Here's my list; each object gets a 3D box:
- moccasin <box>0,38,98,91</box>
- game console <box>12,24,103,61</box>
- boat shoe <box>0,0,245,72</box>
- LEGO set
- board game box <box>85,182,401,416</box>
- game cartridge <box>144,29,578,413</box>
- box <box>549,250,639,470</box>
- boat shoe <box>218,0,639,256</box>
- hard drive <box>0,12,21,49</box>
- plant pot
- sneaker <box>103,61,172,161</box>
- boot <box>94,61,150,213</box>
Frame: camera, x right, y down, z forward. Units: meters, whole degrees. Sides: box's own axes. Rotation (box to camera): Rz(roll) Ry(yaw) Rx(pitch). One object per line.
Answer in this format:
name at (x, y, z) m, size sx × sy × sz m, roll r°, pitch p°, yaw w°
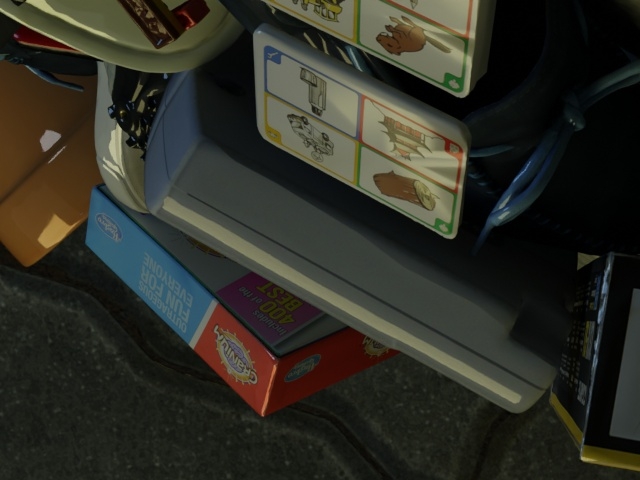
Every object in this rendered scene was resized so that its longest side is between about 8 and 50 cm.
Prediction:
moccasin at (-0.227, -0.195, 1.128) m, size 0.117 × 0.137 × 0.342 m, roll -10°, pitch 170°, yaw 2°
game console at (-0.102, -0.140, 0.975) m, size 0.144 × 0.124 × 0.085 m, roll 10°, pitch 152°, yaw 8°
boat shoe at (-0.159, -0.170, 0.605) m, size 0.305 × 0.109 × 0.091 m, roll 28°, pitch -153°, yaw -22°
LEGO set at (-0.047, -0.121, 0.470) m, size 0.244 × 0.060 × 0.182 m, roll 28°, pitch 148°, yaw 20°
board game box at (0.000, 0.000, 1.337) m, size 0.316 × 0.064 × 0.242 m, roll -21°, pitch -131°, yaw -38°
game cartridge at (0.026, -0.043, 0.733) m, size 0.196 × 0.060 × 0.294 m, roll 33°, pitch -156°, yaw -4°
box at (0.230, 0.065, 0.656) m, size 0.257 × 0.079 × 0.322 m, roll 8°, pitch 178°, yaw 6°
boat shoe at (0.053, -0.057, 0.574) m, size 0.258 × 0.109 × 0.089 m, roll 26°, pitch 179°, yaw -30°
hard drive at (-0.297, -0.236, 0.780) m, size 0.339 × 0.064 × 0.237 m, roll 38°, pitch 173°, yaw 5°
plant pot at (-0.240, -0.146, 1.449) m, size 0.203 × 0.291 × 0.291 m, roll 44°, pitch 178°, yaw -10°
sneaker at (-0.088, -0.124, 0.866) m, size 0.086 × 0.085 × 0.237 m, roll -7°, pitch -128°, yaw -34°
boot at (-0.094, -0.098, 1.163) m, size 0.123 × 0.095 × 0.258 m, roll 25°, pitch 144°, yaw 20°
